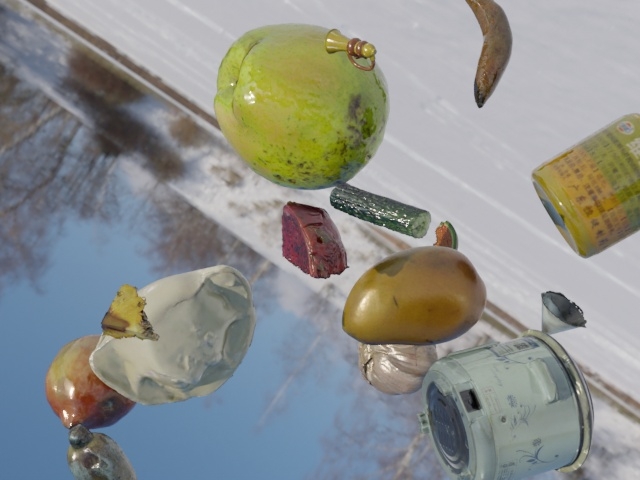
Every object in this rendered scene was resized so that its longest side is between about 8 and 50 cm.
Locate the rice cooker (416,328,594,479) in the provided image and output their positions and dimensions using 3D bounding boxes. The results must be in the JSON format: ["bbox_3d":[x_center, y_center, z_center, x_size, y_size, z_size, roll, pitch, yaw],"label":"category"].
[{"bbox_3d":[0.345,0.306,1.647,0.316,0.316,0.264,29,-148,-50],"label":"rice cooker"}]

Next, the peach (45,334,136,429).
[{"bbox_3d":[-0.548,0.355,2.182,0.232,0.232,0.257,33,-142,-23],"label":"peach"}]

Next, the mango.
[{"bbox_3d":[0.195,0.121,1.894,0.317,0.211,0.173,-12,-158,-17],"label":"mango"}]

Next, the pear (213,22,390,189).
[{"bbox_3d":[-0.050,-0.299,1.973,0.391,0.391,0.391,34,-175,-3],"label":"pear"}]

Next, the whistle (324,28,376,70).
[{"bbox_3d":[0.057,-0.337,1.629,0.046,0.057,0.109,-13,-146,-44],"label":"whistle"}]

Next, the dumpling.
[{"bbox_3d":[-0.313,0.228,2.101,0.315,0.395,0.233,53,175,-34],"label":"dumpling"}]

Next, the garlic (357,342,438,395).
[{"bbox_3d":[0.168,0.251,2.097,0.152,0.228,0.228,12,-165,-27],"label":"garlic"}]

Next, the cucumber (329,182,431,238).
[{"bbox_3d":[0.100,-0.054,1.583,0.187,0.058,0.058,20,176,32],"label":"cucumber"}]

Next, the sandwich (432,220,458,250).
[{"bbox_3d":[0.283,0.020,2.088,0.067,0.135,0.029,11,164,29],"label":"sandwich"}]

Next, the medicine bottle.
[{"bbox_3d":[0.648,-0.145,1.862,0.224,0.384,0.224,58,-174,-10],"label":"medicine bottle"}]

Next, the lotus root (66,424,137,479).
[{"bbox_3d":[-0.428,0.430,1.755,0.088,0.113,0.192,-76,-34,-56],"label":"lotus root"}]

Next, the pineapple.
[{"bbox_3d":[-0.331,0.141,1.577,0.114,0.114,0.077,28,-166,12],"label":"pineapple"}]

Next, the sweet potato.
[{"bbox_3d":[0.394,-0.482,2.126,0.108,0.346,0.079,-6,169,-7],"label":"sweet potato"}]

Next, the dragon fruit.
[{"bbox_3d":[0.002,0.000,1.748,0.120,0.127,0.161,-7,-158,-22],"label":"dragon fruit"}]

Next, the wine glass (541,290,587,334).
[{"bbox_3d":[0.499,0.216,2.044,0.122,0.183,0.122,22,-151,-13],"label":"wine glass"}]
